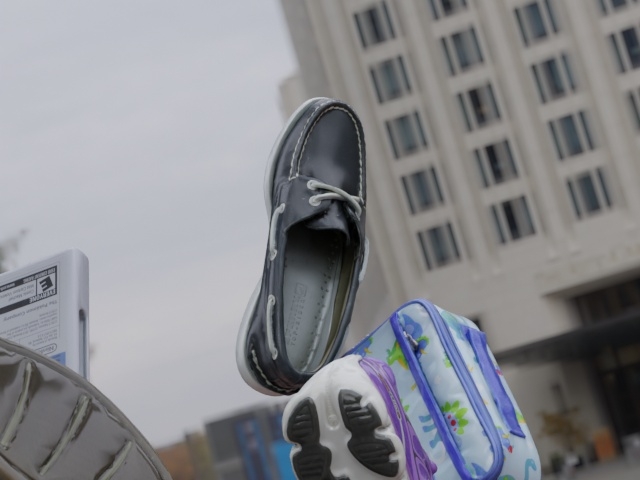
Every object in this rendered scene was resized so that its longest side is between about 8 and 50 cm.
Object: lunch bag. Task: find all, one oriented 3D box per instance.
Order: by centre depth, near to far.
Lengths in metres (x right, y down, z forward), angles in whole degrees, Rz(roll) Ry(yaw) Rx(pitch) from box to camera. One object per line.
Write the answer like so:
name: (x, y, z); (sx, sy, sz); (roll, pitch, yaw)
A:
lunch bag: (0.093, 0.172, 1.530); (0.090, 0.219, 0.176); (24, -57, -42)

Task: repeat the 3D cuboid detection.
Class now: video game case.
video game case: (-0.392, 0.187, 1.856); (0.329, 0.300, 0.036); (-20, -36, 20)

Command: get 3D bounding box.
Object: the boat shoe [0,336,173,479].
boat shoe: (-0.231, 0.118, 1.058); (0.104, 0.307, 0.111); (-54, 4, 30)

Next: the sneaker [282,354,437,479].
sneaker: (0.038, 0.132, 0.786); (0.068, 0.170, 0.071); (-9, 9, 26)

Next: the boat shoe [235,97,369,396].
boat shoe: (0.000, 0.000, 1.626); (0.114, 0.302, 0.091); (14, -15, -23)
